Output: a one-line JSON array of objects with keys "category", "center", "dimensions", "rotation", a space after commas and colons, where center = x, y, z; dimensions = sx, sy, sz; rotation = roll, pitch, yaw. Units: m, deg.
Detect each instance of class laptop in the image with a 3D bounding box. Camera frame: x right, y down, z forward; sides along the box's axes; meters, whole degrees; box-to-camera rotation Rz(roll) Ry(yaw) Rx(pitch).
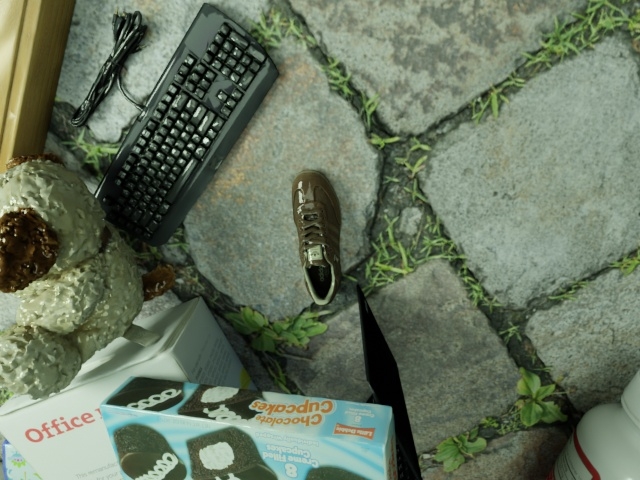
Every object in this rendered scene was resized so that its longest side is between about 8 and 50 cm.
[{"category": "laptop", "center": [0.048, 0.243, 0.616], "dimensions": [0.136, 0.234, 0.264], "rotation": [28, 109, -8]}]

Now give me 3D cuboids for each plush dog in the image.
[{"category": "plush dog", "center": [-0.304, 0.014, 0.537], "dimensions": [0.211, 0.262, 0.225], "rotation": [-20, 133, -16]}]

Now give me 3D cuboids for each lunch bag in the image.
[{"category": "lunch bag", "center": [-0.439, 0.379, 0.749], "dimensions": [0.129, 0.096, 0.151], "rotation": [-1, 124, 1]}]

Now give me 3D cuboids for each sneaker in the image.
[{"category": "sneaker", "center": [0.000, 0.000, 0.610], "dimensions": [0.066, 0.071, 0.188], "rotation": [-9, 111, 5]}]

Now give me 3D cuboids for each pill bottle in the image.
[{"category": "pill bottle", "center": [0.470, 0.405, 0.673], "dimensions": [0.229, 0.229, 0.407], "rotation": [14, 111, -4]}]

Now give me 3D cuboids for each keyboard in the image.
[{"category": "keyboard", "center": [-0.215, -0.156, 0.578], "dimensions": [0.201, 0.033, 0.317], "rotation": [35, 107, -11]}]

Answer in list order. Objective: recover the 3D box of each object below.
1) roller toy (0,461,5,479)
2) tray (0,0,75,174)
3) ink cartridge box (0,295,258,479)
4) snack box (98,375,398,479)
[{"category": "roller toy", "center": [-0.597, 0.473, 0.741], "dimensions": [0.191, 0.209, 0.146], "rotation": [37, 107, -26]}, {"category": "tray", "center": [-0.407, -0.276, 0.512], "dimensions": [0.203, 0.076, 0.411], "rotation": [22, 109, -8]}, {"category": "ink cartridge box", "center": [-0.227, 0.315, 0.688], "dimensions": [0.279, 0.160, 0.384], "rotation": [-22, 109, 9]}, {"category": "snack box", "center": [-0.077, 0.260, 0.503], "dimensions": [0.322, 0.060, 0.187], "rotation": [0, 111, 18]}]
